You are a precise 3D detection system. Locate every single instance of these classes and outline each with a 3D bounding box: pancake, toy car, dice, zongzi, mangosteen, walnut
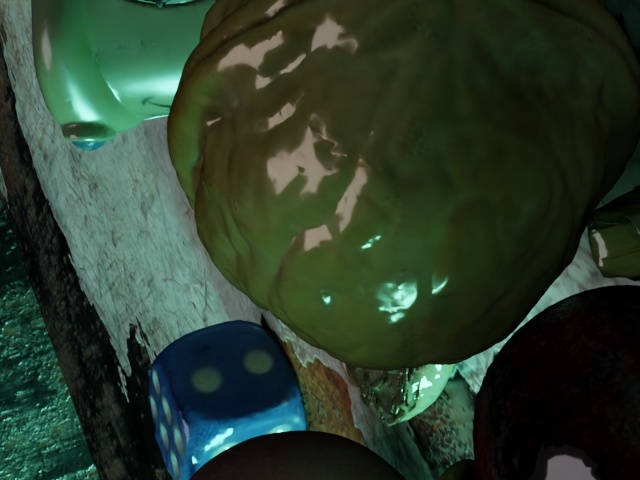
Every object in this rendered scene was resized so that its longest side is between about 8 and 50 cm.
[{"bbox_3d":[0.042,0.021,1.384,0.282,0.049,0.282,162,90,-71],"label":"pancake"},{"bbox_3d":[-0.108,-0.239,1.211,0.226,0.242,0.336,-112,12,-70],"label":"toy car"},{"bbox_3d":[-0.103,0.184,1.812,0.146,0.146,0.143,100,149,-48],"label":"dice"},{"bbox_3d":[0.210,-0.016,0.909,0.052,0.113,0.104,69,-158,-3],"label":"zongzi"},{"bbox_3d":[0.163,0.132,0.890,0.216,0.216,0.216,55,155,41],"label":"mangosteen"},{"bbox_3d":[0.047,-0.074,0.945,0.252,0.277,0.313,30,158,8],"label":"walnut"}]

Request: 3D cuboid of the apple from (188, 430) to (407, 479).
[{"bbox_3d":[-0.019,0.325,1.493,0.235,0.306,0.305,76,169,-67],"label":"apple"}]
